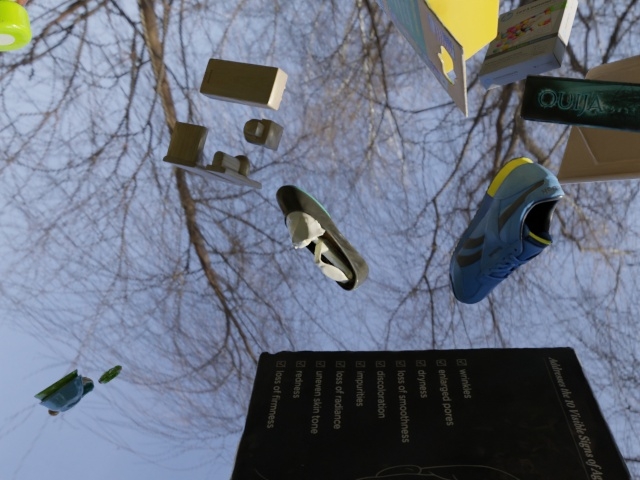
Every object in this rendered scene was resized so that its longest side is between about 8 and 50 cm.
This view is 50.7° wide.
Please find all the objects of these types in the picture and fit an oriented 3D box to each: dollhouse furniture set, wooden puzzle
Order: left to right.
[{"bbox_3d":[-0.108,-0.156,0.945,0.144,0.123,0.151,15,-91,27],"label":"dollhouse furniture set"},{"bbox_3d":[0.493,-0.196,1.087,0.221,0.044,0.238,4,-110,67],"label":"wooden puzzle"}]

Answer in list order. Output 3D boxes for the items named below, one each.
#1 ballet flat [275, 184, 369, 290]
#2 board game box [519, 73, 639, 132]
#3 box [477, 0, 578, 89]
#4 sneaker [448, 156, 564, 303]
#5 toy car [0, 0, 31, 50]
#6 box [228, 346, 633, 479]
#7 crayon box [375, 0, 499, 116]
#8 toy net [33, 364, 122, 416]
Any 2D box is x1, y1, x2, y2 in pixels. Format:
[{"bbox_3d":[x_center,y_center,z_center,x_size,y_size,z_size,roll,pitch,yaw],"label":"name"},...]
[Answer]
[{"bbox_3d":[0.000,0.000,1.449,0.095,0.280,0.096,-36,-166,38],"label":"ballet flat"},{"bbox_3d":[0.217,-0.075,0.402,0.126,0.026,0.186,16,-164,37],"label":"board game box"},{"bbox_3d":[0.378,-0.366,1.229,0.145,0.038,0.186,-9,-135,43],"label":"box"},{"bbox_3d":[0.214,0.008,0.787,0.069,0.209,0.082,-3,-140,-29],"label":"sneaker"},{"bbox_3d":[-0.368,-0.241,0.698,0.149,0.188,0.154,-10,-99,-17],"label":"toy car"},{"bbox_3d":[0.136,0.389,0.861,0.472,0.297,0.479,-3,-152,6],"label":"box"},{"bbox_3d":[0.074,-0.290,0.647,0.083,0.203,0.322,-36,-102,8],"label":"crayon box"},{"bbox_3d":[-0.377,0.222,1.048,0.122,0.045,0.232,-36,-177,-26],"label":"toy net"}]
